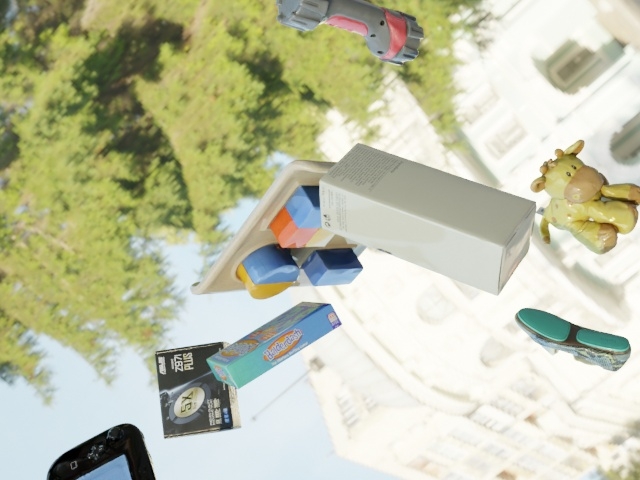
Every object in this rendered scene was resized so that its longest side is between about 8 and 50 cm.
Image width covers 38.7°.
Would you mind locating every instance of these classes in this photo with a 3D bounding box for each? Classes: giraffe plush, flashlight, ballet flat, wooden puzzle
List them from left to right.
[{"bbox_3d":[0.000,0.000,1.486,0.322,0.348,0.080,-2,-125,-45],"label":"wooden puzzle"},{"bbox_3d":[0.055,-0.403,1.693,0.304,0.103,0.103,4,-98,-39],"label":"flashlight"},{"bbox_3d":[0.401,0.166,1.466,0.189,0.070,0.070,19,-172,23],"label":"ballet flat"},{"bbox_3d":[0.488,-0.096,1.727,0.170,0.210,0.181,58,-132,-42],"label":"giraffe plush"}]

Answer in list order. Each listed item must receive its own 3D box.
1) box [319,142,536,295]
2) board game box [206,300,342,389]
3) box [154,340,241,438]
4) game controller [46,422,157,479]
[{"bbox_3d":[0.141,-0.034,1.232,0.275,0.094,0.113,23,-132,26],"label":"box"},{"bbox_3d":[-0.083,0.177,1.576,0.047,0.210,0.160,62,162,-7],"label":"board game box"},{"bbox_3d":[-0.250,0.306,1.864,0.077,0.148,0.180,51,-149,-77],"label":"box"},{"bbox_3d":[-0.312,0.408,1.345,0.319,0.167,0.067,-125,18,-51],"label":"game controller"}]
